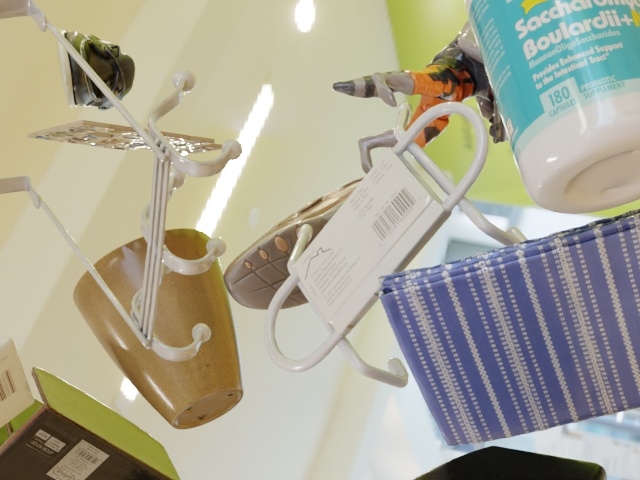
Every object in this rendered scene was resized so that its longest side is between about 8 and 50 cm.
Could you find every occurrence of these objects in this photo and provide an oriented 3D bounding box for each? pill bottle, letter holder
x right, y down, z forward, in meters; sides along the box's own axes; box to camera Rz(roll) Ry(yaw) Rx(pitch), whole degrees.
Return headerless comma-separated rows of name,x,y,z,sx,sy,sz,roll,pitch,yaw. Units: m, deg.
pill bottle,0.207,-0.166,0.886,0.146,0.146,0.264,52,-158,-64
letter holder,-0.395,0.319,1.686,0.152,0.214,0.302,-44,-52,4

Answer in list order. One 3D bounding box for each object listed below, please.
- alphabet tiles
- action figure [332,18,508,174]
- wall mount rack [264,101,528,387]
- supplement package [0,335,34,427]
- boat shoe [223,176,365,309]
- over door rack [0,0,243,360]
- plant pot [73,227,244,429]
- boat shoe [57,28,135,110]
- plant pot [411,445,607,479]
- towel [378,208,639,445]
alphabet tiles,-0.267,-0.142,1.503,0.237,0.198,0.009,6,-94,-36
action figure,0.198,-0.271,1.549,0.330,0.178,0.341,-31,-34,-22
wall mount rack,0.065,-0.015,1.187,0.130,0.304,0.350,24,-67,-43
supplement package,-0.494,0.190,1.422,0.105,0.179,0.105,-41,-55,-49
boat shoe,0.000,0.000,1.557,0.324,0.116,0.123,-27,-72,-18
over door rack,-0.202,-0.070,1.021,0.108,0.324,0.239,-26,-39,-40
plant pot,-0.225,0.153,1.630,0.254,0.237,0.237,62,-174,24
boat shoe,-0.358,-0.275,1.734,0.340,0.113,0.127,158,106,-84
plant pot,0.187,0.297,1.006,0.167,0.187,0.188,-35,-60,-50
towel,0.250,0.085,1.048,0.040,0.336,0.243,-84,-27,-54
